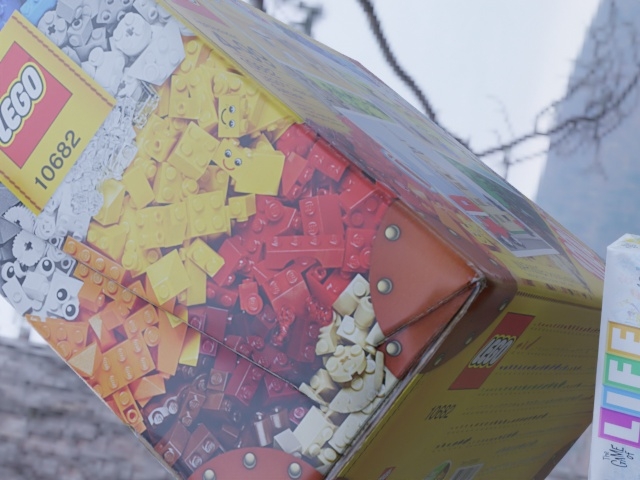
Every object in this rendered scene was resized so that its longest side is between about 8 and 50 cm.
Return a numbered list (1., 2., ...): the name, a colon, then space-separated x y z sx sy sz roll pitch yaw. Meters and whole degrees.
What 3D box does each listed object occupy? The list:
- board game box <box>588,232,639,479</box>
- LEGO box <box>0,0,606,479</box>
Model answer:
1. board game box: 0.190 0.081 0.680 0.026 0.103 0.154 -26 -57 -50
2. LEGO box: 0.000 0.000 0.943 0.193 0.372 0.500 -53 -22 11
